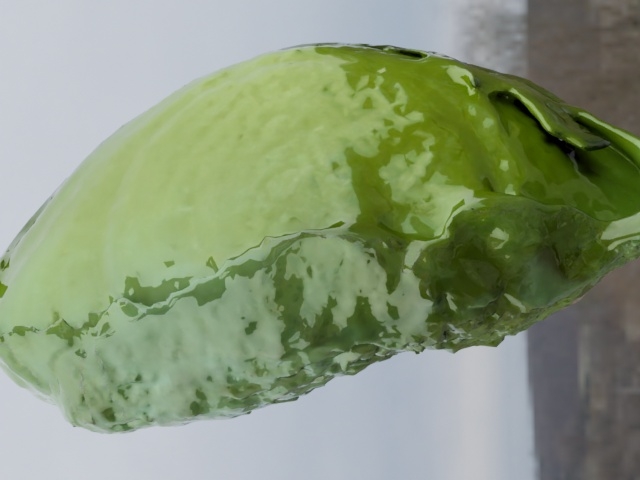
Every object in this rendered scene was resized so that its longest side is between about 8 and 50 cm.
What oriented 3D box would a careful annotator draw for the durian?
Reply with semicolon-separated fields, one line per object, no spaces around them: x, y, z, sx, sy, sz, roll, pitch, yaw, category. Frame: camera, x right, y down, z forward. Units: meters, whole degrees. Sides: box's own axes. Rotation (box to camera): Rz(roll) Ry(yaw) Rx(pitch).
0.000;0.000;0.570;0.101;0.250;0.139;68;-170;-45;durian
